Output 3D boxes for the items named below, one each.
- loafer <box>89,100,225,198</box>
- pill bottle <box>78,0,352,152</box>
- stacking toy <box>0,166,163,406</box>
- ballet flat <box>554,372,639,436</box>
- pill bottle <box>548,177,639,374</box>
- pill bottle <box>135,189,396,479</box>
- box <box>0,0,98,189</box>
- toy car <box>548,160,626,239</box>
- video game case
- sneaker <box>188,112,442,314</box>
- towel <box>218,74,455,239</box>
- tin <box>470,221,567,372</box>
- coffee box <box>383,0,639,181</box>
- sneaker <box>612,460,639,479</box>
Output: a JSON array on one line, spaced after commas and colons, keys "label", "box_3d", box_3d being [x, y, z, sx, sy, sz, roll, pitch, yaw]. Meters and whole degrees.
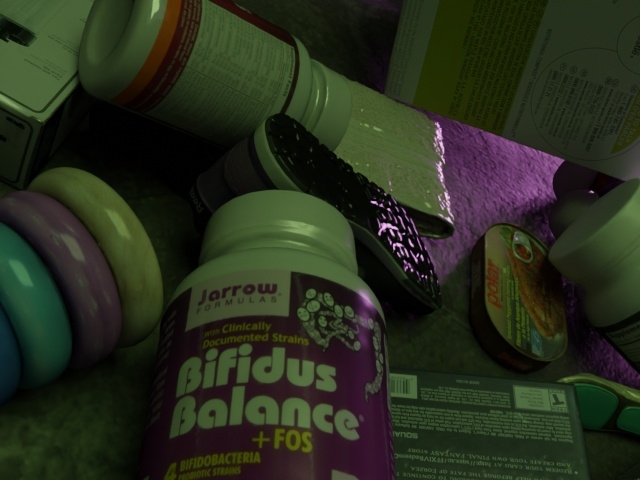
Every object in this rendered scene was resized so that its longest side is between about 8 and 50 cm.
[{"label": "loafer", "box_3d": [-0.130, -0.089, 0.738, 0.170, 0.062, 0.061, 34, 38, -5]}, {"label": "pill bottle", "box_3d": [-0.085, -0.143, 0.680, 0.221, 0.121, 0.121, 19, 44, -39]}, {"label": "stacking toy", "box_3d": [-0.260, 0.072, 0.465, 0.141, 0.141, 0.330, 48, 47, 11]}, {"label": "ballet flat", "box_3d": [0.294, 0.169, 0.811, 0.168, 0.057, 0.052, 21, 17, -22]}, {"label": "pill bottle", "box_3d": [0.392, 0.076, 0.847, 0.278, 0.162, 0.162, 46, 43, 1]}, {"label": "pill bottle", "box_3d": [-0.034, 0.113, 0.544, 0.169, 0.169, 0.301, 18, 46, -20]}, {"label": "box", "box_3d": [-0.270, -0.197, 0.717, 0.169, 0.087, 0.290, 28, 43, -10]}, {"label": "toy car", "box_3d": [0.386, -0.045, 0.983, 0.159, 0.136, 0.182, 32, 43, -7]}, {"label": "video game case", "box_3d": [0.120, 0.224, 0.605, 0.196, 0.026, 0.274, 6, 48, 0]}, {"label": "sneaker", "box_3d": [0.000, 0.000, 0.726, 0.283, 0.124, 0.107, 38, 31, -38]}, {"label": "towel", "box_3d": [0.024, -0.118, 0.872, 0.282, 0.049, 0.187, 19, 46, -19]}, {"label": "tin", "box_3d": [0.214, 0.059, 0.854, 0.106, 0.040, 0.190, 29, 43, -15]}, {"label": "coffee box", "box_3d": [0.314, -0.326, 0.949, 0.334, 0.338, 0.337, 22, 37, 14]}, {"label": "sneaker", "box_3d": [0.331, 0.275, 0.700, 0.282, 0.102, 0.161, -11, 64, -39]}]
